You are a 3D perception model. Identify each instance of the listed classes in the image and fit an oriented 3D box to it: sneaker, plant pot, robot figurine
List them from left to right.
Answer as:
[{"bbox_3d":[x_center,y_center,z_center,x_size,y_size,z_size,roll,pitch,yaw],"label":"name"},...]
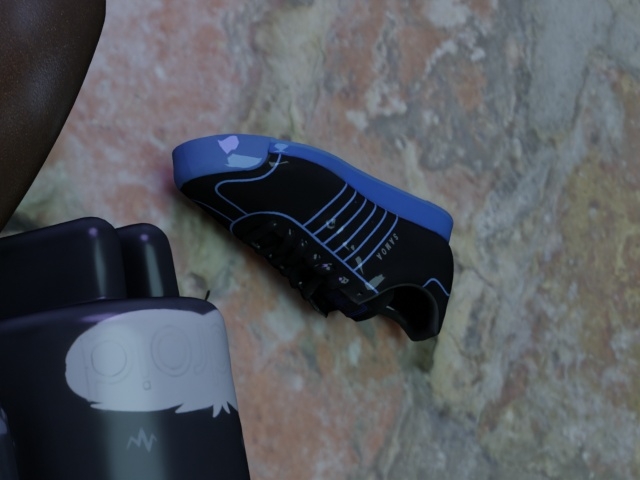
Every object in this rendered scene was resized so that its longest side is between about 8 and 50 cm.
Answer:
[{"bbox_3d":[-0.228,-0.102,1.116,0.215,0.215,0.230,53,41,-13],"label":"plant pot"},{"bbox_3d":[-0.131,0.131,1.134,0.209,0.173,0.278,-6,82,-26],"label":"robot figurine"},{"bbox_3d":[0.000,0.000,1.310,0.232,0.081,0.090,19,62,-32],"label":"sneaker"}]
